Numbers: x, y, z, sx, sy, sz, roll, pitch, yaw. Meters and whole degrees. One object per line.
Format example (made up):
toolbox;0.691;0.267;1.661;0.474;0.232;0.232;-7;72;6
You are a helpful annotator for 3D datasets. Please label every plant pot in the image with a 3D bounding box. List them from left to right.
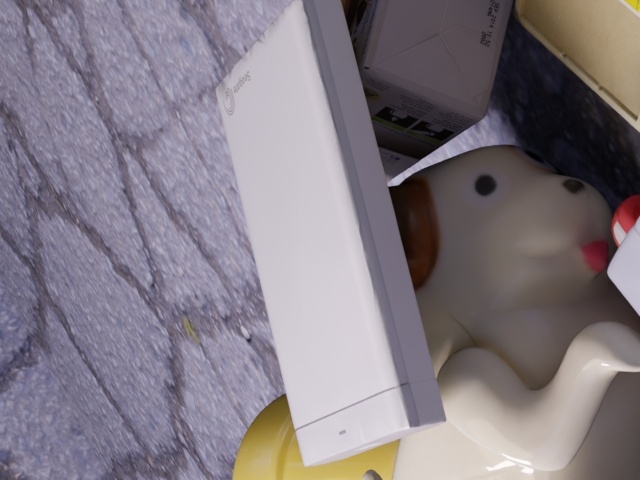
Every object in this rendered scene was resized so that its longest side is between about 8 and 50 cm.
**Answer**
plant pot;0.070;0.276;1.843;0.239;0.254;0.254;-15;100;50

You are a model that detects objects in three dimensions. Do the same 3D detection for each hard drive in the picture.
hard drive;0.000;0.000;1.389;0.233;0.047;0.353;144;115;-65

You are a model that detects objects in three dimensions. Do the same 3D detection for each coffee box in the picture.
coffee box;0.053;-0.159;1.492;0.297;0.119;0.168;146;142;-65

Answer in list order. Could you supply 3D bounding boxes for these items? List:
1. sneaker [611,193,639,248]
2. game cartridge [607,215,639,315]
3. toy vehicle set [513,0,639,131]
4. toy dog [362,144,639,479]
sneaker;0.322;-0.009;1.244;0.221;0.087;0.128;32;133;32
game cartridge;0.333;0.008;1.132;0.198;0.062;0.297;49;139;3
toy vehicle set;0.227;-0.230;1.257;0.166;0.035;0.267;49;152;32
toy dog;0.179;0.119;1.431;0.395;0.284;0.408;-2;99;59
